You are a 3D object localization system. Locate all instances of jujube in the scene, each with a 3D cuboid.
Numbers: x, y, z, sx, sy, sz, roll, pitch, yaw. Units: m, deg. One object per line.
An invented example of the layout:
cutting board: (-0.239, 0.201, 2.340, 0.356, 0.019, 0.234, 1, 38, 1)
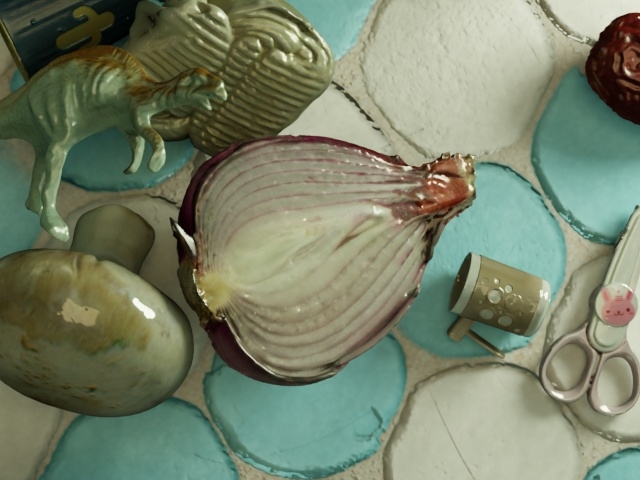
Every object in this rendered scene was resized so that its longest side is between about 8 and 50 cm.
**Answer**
jujube: (0.386, -0.179, 1.768, 0.176, 0.109, 0.112, 31, 120, -6)

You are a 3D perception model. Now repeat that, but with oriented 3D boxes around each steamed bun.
steamed bun: (-0.110, -0.204, 1.706, 0.211, 0.144, 0.218, 26, 126, -21)

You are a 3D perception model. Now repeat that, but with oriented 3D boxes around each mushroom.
mushroom: (-0.245, 0.064, 1.668, 0.244, 0.243, 0.243, 0, 88, -5)

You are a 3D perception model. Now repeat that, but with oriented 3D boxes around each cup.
cup: (0.197, 0.076, 1.761, 0.099, 0.074, 0.102, 20, 87, -4)
cup: (-0.279, -0.269, 1.696, 0.155, 0.131, 0.176, -26, 135, -10)

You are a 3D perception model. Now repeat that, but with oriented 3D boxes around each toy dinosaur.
toy dinosaur: (-0.284, -0.111, 1.632, 0.393, 0.092, 0.205, 13, 91, 24)

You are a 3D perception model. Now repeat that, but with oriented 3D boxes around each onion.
onion: (0.000, 0.000, 1.715, 0.349, 0.159, 0.267, -21, 99, -20)

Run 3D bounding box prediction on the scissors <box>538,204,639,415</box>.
scissors: (0.334, 0.077, 1.794, 0.118, 0.030, 0.242, 18, 89, -5)
